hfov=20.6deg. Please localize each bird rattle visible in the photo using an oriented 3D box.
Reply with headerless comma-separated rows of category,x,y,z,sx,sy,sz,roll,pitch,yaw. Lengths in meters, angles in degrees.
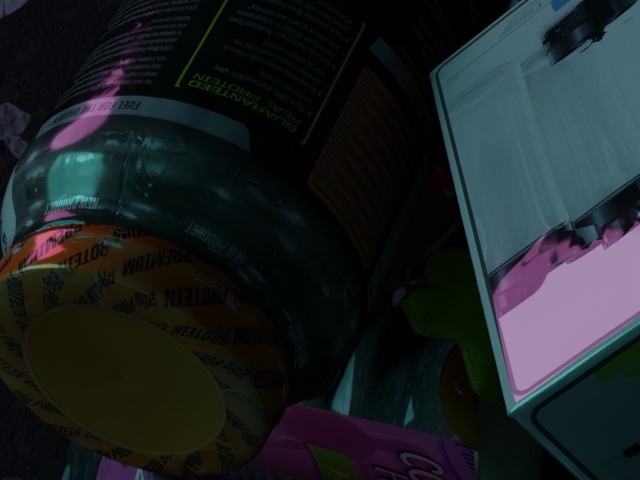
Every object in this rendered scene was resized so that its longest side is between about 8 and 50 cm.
bird rattle,0.100,0.055,1.028,0.253,0.143,0.207,-110,20,-72

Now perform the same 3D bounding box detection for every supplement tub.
supplement tub,-0.044,-0.048,0.993,0.338,0.207,0.207,-64,3,-39

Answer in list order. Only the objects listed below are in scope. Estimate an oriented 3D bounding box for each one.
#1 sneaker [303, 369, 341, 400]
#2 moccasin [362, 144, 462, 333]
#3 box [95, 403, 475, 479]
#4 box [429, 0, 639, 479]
sneaker,0.000,0.000,1.507,0.123,0.105,0.290,-94,21,-47
moccasin,0.048,-0.022,1.311,0.380,0.147,0.139,-58,36,42
box,-0.005,0.190,1.038,0.213,0.243,0.117,-116,43,-70
box,0.155,-0.030,0.815,0.169,0.087,0.290,-36,29,20
